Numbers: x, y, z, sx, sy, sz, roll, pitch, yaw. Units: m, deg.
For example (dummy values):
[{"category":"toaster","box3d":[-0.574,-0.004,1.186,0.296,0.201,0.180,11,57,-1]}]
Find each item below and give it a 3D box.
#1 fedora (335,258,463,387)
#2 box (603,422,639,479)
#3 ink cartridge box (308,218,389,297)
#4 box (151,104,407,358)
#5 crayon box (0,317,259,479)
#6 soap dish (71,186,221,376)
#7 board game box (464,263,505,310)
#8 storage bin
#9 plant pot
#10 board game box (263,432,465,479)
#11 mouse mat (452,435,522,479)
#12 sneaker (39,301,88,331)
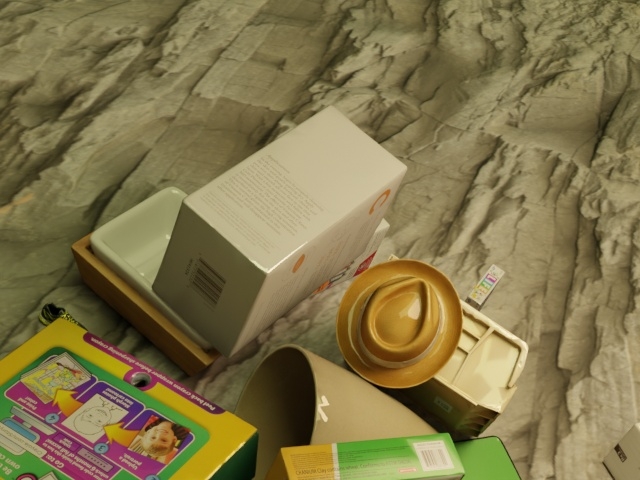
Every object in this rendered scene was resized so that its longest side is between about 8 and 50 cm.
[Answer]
[{"category":"fedora","box3d":[0.114,0.111,1.749,0.194,0.079,0.194,0,74,-1]},{"category":"box","box3d":[0.600,0.384,2.021,0.182,0.119,0.181,-9,53,-31]},{"category":"ink cartridge box","box3d":[0.000,0.000,2.108,0.176,0.128,0.127,-23,62,-38]},{"category":"box","box3d":[-0.060,-0.019,1.856,0.168,0.215,0.345,41,47,14]},{"category":"crayon box","box3d":[-0.319,0.291,1.641,0.363,0.106,0.313,26,42,23]},{"category":"soap dish","box3d":[-0.218,0.065,1.952,0.291,0.118,0.229,39,45,14]},{"category":"board game box","box3d":[0.251,0.122,2.087,0.026,0.154,0.103,34,44,10]},{"category":"storage bin","box3d":[0.176,0.175,1.907,0.260,0.262,0.123,33,75,9]},{"category":"plant pot","box3d":[0.043,0.306,1.773,0.274,0.256,0.256,18,42,-26]},{"category":"board game box","box3d":[0.018,0.375,1.617,0.242,0.316,0.064,0,48,-26]},{"category":"mouse mat","box3d":[0.235,0.381,1.939,0.189,0.007,0.153,-4,51,-27]},{"category":"sneaker","box3d":[-0.390,0.124,1.875,0.083,0.035,0.031,27,44,1]}]
